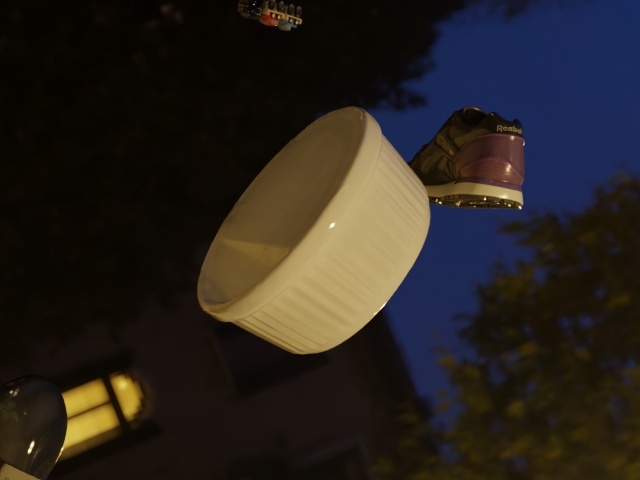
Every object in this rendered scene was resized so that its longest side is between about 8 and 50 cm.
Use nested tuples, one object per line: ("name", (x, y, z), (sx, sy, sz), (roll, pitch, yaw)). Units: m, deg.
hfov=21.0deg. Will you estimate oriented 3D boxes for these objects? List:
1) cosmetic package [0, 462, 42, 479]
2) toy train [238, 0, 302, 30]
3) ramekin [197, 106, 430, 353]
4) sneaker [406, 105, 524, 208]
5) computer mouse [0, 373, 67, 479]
("cosmetic package", (-0.327, 0.411, 1.849), (0.153, 0.296, 0.129), (17, -19, 25))
("toy train", (-0.066, -0.302, 2.293), (0.027, 0.158, 0.036), (13, -85, 26))
("ramekin", (0.000, 0.000, 1.849), (0.127, 0.273, 0.273), (39, -10, -20))
("sneaker", (0.184, -0.107, 2.220), (0.283, 0.107, 0.124), (4, -95, 65))
("computer mouse", (-0.390, 0.290, 2.075), (0.188, 0.272, 0.072), (17, -4, 28))
